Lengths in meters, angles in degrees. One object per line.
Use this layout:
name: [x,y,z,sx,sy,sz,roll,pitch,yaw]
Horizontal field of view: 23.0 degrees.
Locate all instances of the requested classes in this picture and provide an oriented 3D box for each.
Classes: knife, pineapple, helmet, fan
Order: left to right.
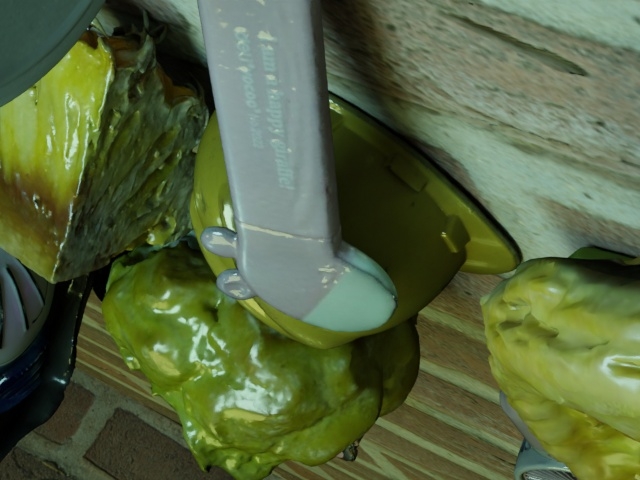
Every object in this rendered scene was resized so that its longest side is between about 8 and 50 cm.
pineapple: [-0.158,-0.060,1.119,0.114,0.186,0.236,26,155,35]
knife: [-0.024,-0.072,0.907,0.132,0.038,0.399,9,144,13]
helmet: [0.000,0.000,1.115,0.257,0.140,0.205,39,165,-19]
fan: [0.214,0.176,1.342,0.130,0.074,0.244,5,154,31]

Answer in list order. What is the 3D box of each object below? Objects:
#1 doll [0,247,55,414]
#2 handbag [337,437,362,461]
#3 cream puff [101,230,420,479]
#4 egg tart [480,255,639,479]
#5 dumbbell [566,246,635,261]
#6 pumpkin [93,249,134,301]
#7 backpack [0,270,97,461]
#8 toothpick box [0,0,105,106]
doll: [-0.298,-0.009,1.237,0.240,0.310,0.284,-4,135,45]
handbag: [-0.015,0.145,1.699,0.179,0.116,0.205,20,161,38]
cream puff: [-0.057,0.087,1.267,0.281,0.185,0.282,14,-153,-7]
egg tart: [0.291,0.102,0.734,0.443,0.178,0.443,28,167,7]
dumbbell: [0.238,0.122,1.067,0.121,0.108,0.302,18,161,46]
pumpkin: [-0.137,0.044,1.572,0.194,0.150,0.194,11,153,5]
backpack: [-0.362,0.071,1.528,0.255,0.446,0.363,24,176,-26]
toothpick box: [-0.276,-0.229,0.737,0.354,0.263,0.263,26,165,28]
